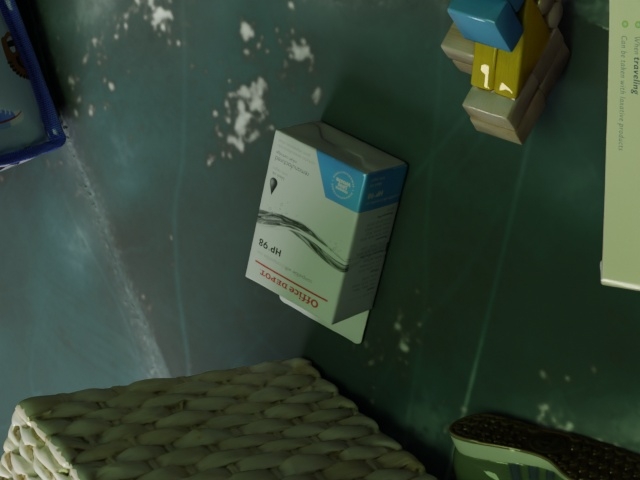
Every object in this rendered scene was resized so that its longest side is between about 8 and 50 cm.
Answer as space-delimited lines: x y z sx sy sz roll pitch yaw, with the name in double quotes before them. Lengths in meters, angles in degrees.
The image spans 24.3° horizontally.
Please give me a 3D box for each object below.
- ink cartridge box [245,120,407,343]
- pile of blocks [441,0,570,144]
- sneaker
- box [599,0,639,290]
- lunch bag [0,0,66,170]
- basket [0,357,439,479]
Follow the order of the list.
"ink cartridge box" 0.000 0.000 1.287 0.104 0.060 0.180 28 118 31
"pile of blocks" 0.118 -0.251 1.066 0.113 0.149 0.362 22 115 34
"sneaker" 0.189 0.204 1.189 0.192 0.064 0.086 14 118 37
"box" 0.319 -0.066 0.969 0.243 0.117 0.213 10 107 39
"lunch bag" -0.474 -0.219 1.512 0.328 0.239 0.385 -16 98 43
"basket" -0.085 0.294 1.228 0.328 0.331 0.266 38 122 42
